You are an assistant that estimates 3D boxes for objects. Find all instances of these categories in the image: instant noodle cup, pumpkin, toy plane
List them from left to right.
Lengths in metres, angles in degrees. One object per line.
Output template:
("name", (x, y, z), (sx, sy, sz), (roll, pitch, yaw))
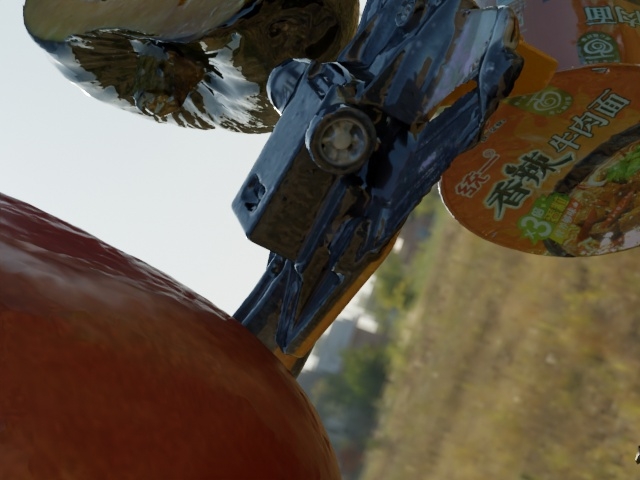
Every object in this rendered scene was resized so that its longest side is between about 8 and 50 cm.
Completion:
("pumpkin", (-0.093, -0.183, 1.299), (0.232, 0.325, 0.242), (45, -123, -42))
("toy plane", (-0.010, -0.006, 0.757), (0.316, 0.103, 0.204), (-53, 26, 11))
("instant noodle cup", (0.202, -0.122, 1.129), (0.230, 0.230, 0.182), (106, 166, -50))

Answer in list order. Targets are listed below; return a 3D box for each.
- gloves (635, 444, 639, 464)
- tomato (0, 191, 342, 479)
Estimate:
("gloves", (0.216, 0.067, 0.579), (0.312, 0.135, 0.210), (78, -149, -46))
("tomato", (-0.158, 0.114, 0.487), (0.325, 0.290, 0.293), (10, 70, 55))
